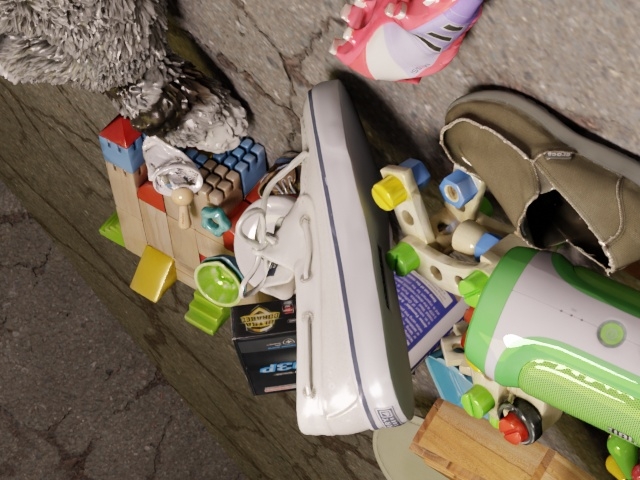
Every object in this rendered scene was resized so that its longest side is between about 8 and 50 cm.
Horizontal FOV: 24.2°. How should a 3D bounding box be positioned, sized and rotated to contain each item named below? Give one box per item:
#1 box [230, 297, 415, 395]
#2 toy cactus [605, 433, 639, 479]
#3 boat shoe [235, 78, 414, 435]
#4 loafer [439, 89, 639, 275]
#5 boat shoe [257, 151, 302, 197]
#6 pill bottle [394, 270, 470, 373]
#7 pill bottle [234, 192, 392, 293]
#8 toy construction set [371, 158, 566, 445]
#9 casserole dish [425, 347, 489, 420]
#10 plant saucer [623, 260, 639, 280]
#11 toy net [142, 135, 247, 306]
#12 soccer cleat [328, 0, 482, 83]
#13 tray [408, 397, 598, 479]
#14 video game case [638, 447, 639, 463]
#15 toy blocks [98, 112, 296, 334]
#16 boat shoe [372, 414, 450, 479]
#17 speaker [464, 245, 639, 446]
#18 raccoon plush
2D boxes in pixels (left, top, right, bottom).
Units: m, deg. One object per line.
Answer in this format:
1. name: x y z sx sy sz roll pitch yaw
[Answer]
1. box: 0.006 0.129 1.904 0.175 0.220 0.051 78 -175 -60
2. toy cactus: 0.332 0.275 1.405 0.112 0.180 0.219 2 142 40
3. boat shoe: -0.013 0.019 1.456 0.136 0.156 0.367 47 -149 -64
4. loafer: 0.182 -0.049 1.239 0.251 0.087 0.094 30 157 43
5. boat shoe: -0.020 -0.065 1.734 0.066 0.066 0.183 49 163 -11
6. pill bottle: 0.073 0.102 1.685 0.112 0.186 0.112 42 162 16
7. pill bottle: 0.000 0.000 1.634 0.108 0.108 0.193 39 -159 23
8. toy construction set: 0.162 0.072 1.459 0.215 0.151 0.328 36 160 32
9. casserole dish: 0.195 0.198 1.877 0.114 0.037 0.188 32 159 40
10. plant saucer: 0.271 0.008 1.288 0.083 0.013 0.083 42 164 15
11. toy net: -0.141 -0.028 1.801 0.122 0.045 0.232 -17 114 43
12. soccer cleat: 0.090 -0.181 1.209 0.095 0.083 0.248 20 165 -18
13. tray: 0.301 0.319 1.632 0.411 0.076 0.203 35 172 -32
14. video game case: 0.360 0.195 1.488 0.206 0.026 0.227 50 164 -12
15. toy blocks: -0.133 -0.036 1.934 0.381 0.191 0.261 28 149 22
16. boat shoe: 0.220 0.319 1.981 0.340 0.113 0.127 20 105 41
17. speaker: 0.274 0.111 1.229 0.296 0.131 0.131 24 157 19
18. raccoon plush: -0.190 -0.274 1.613 0.446 0.216 0.299 21 161 -31
